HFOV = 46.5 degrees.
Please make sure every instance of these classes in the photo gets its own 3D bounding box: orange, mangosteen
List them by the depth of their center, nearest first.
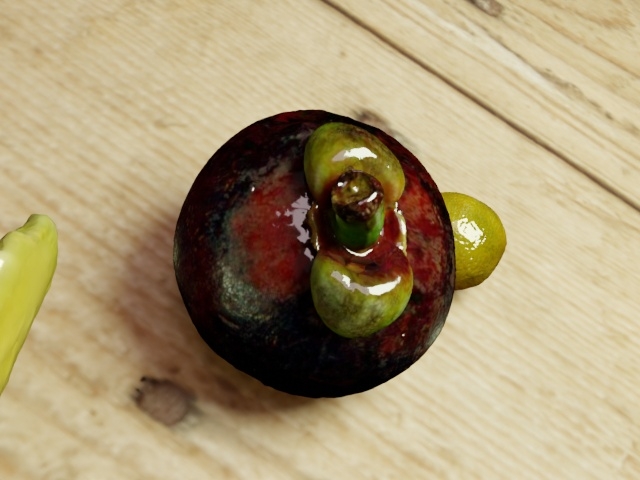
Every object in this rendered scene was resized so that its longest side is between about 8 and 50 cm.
[{"bbox_3d":[-0.001,-0.002,0.545,0.216,0.216,0.216,8,57,-13],"label":"mangosteen"},{"bbox_3d":[0.114,-0.001,0.656,0.095,0.085,0.085,29,55,-3],"label":"orange"}]

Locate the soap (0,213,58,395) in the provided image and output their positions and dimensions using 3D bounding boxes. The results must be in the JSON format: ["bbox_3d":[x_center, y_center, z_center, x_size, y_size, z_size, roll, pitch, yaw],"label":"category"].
[{"bbox_3d":[-0.257,0.179,0.304,0.115,0.306,0.427,38,42,-30],"label":"soap"}]
